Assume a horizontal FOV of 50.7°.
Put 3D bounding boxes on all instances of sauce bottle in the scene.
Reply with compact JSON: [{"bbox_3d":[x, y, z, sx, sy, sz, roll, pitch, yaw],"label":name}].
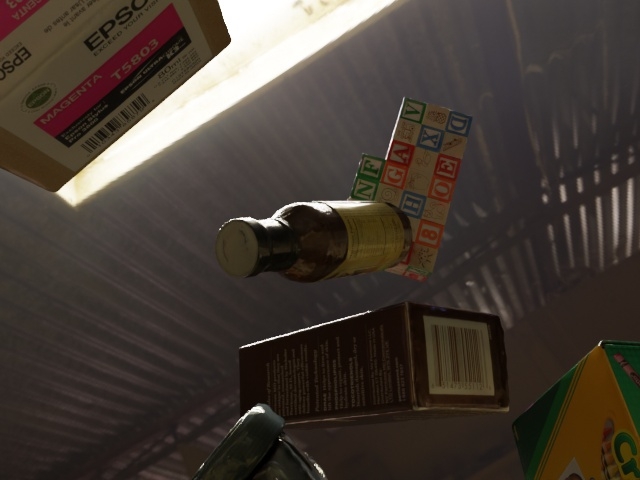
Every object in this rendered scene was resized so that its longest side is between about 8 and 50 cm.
[{"bbox_3d":[0.000,0.000,0.918,0.344,0.111,0.111,-4,-38,-52],"label":"sauce bottle"}]

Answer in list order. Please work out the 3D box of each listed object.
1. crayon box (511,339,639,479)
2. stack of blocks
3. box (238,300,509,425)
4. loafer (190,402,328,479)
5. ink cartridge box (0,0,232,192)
[{"bbox_3d":[0.259,0.242,0.540,0.081,0.278,0.165,5,-40,-15],"label":"crayon box"},{"bbox_3d":[0.146,-0.096,1.202,0.171,0.297,0.087,17,-14,3],"label":"stack of blocks"},{"bbox_3d":[0.059,0.197,0.987,0.191,0.143,0.381,11,-21,-37],"label":"box"},{"bbox_3d":[-0.037,0.172,0.445,0.096,0.084,0.267,-50,-8,-18],"label":"loafer"},{"bbox_3d":[-0.198,-0.161,0.567,0.234,0.088,0.193,-42,-5,-4],"label":"ink cartridge box"}]
